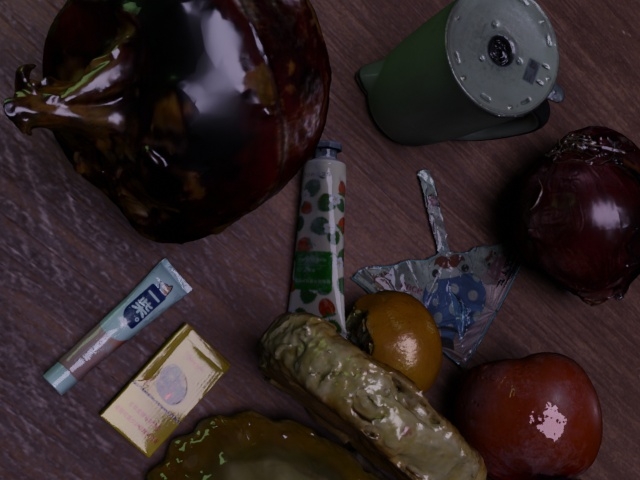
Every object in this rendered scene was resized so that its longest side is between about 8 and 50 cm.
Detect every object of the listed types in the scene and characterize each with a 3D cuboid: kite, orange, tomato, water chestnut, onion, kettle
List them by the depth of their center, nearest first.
[{"bbox_3d":[-0.172,-0.150,0.744,0.347,0.335,0.335,-38,103,-48],"label":"water chestnut"},{"bbox_3d":[0.093,0.145,0.950,0.134,0.154,0.155,-16,93,-10],"label":"orange"},{"bbox_3d":[0.198,-0.206,0.954,0.240,0.255,0.165,25,75,-18],"label":"kettle"},{"bbox_3d":[0.297,0.260,0.997,0.208,0.208,0.184,-5,76,-23],"label":"tomato"},{"bbox_3d":[0.405,-0.054,1.065,0.281,0.221,0.281,16,69,-49],"label":"onion"},{"bbox_3d":[0.198,0.043,1.075,0.335,0.011,0.314,-11,91,-24],"label":"kite"}]

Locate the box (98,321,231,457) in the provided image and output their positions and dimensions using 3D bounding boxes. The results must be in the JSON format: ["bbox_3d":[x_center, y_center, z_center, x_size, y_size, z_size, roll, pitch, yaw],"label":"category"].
[{"bbox_3d":[-0.197,0.190,0.893,0.087,0.023,0.155,46,72,-12],"label":"box"}]

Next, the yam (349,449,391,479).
[{"bbox_3d":[0.133,0.393,1.000,0.299,0.066,0.066,36,74,-17],"label":"yam"}]

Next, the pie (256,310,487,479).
[{"bbox_3d":[0.052,0.209,0.837,0.339,0.339,0.083,44,70,-15],"label":"pie"}]

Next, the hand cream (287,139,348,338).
[{"bbox_3d":[0.000,0.000,0.963,0.059,0.095,0.276,16,75,-66],"label":"hand cream"}]

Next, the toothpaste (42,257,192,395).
[{"bbox_3d":[-0.253,0.108,0.869,0.205,0.036,0.056,-44,104,-23],"label":"toothpaste"}]

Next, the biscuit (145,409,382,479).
[{"bbox_3d":[-0.076,0.390,0.862,0.329,0.078,0.335,18,72,-2],"label":"biscuit"}]
